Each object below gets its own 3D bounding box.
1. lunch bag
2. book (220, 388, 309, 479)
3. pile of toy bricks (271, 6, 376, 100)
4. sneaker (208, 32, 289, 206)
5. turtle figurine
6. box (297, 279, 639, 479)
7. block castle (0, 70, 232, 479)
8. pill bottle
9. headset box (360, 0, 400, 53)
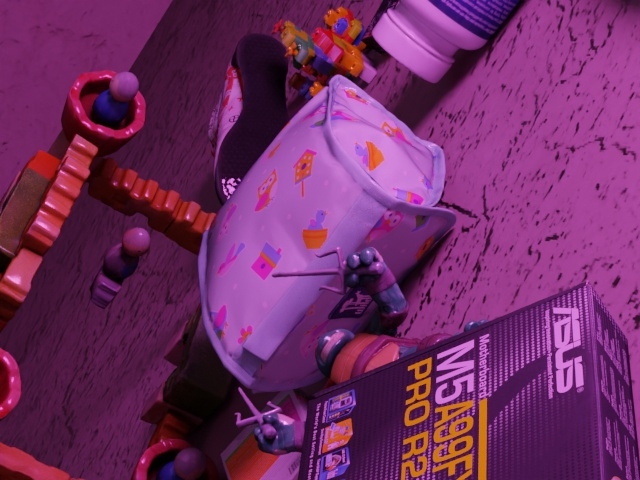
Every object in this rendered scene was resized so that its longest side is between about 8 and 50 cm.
[{"bbox_3d":[0.000,0.000,1.436,0.223,0.160,0.262,-51,13,17],"label":"lunch bag"},{"bbox_3d":[-0.037,0.191,1.414,0.096,0.035,0.144,-51,19,8],"label":"book"},{"bbox_3d":[-0.009,-0.227,1.931,0.118,0.105,0.212,-51,18,19],"label":"pile of toy bricks"},{"bbox_3d":[-0.091,-0.112,2.004,0.145,0.090,0.270,114,163,-54],"label":"sneaker"},{"bbox_3d":[0.036,0.096,1.245,0.234,0.118,0.175,15,87,56],"label":"turtle figurine"},{"bbox_3d":[0.084,0.163,0.974,0.216,0.060,0.270,-25,31,23],"label":"box"},{"bbox_3d":[-0.201,0.058,1.636,0.213,0.303,0.453,-47,19,48],"label":"block castle"},{"bbox_3d":[0.138,-0.250,1.572,0.186,0.112,0.112,-52,18,16],"label":"pill bottle"},{"bbox_3d":[0.084,-0.251,1.846,0.083,0.032,0.062,-62,18,-12],"label":"headset box"}]
